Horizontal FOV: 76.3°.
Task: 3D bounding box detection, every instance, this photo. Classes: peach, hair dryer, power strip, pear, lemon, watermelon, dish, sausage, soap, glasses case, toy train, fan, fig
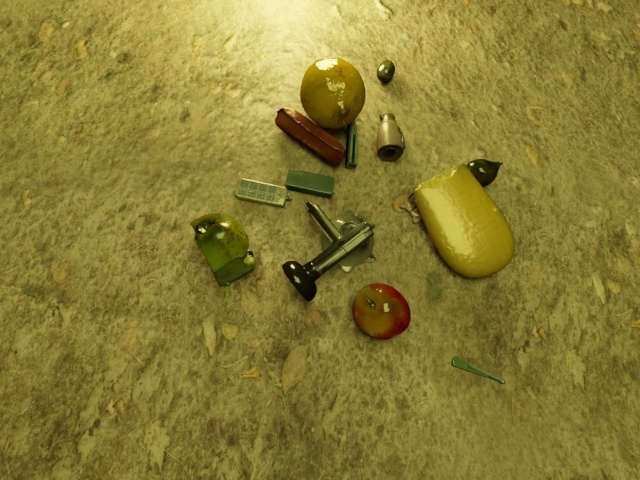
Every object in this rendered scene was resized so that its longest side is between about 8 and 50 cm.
[{"bbox_3d":[0.208,0.242,1.389,0.190,0.192,0.190,-18,50,22],"label":"peach"},{"bbox_3d":[-0.006,0.019,1.433,0.320,0.156,0.284,-43,38,-6],"label":"hair dryer"},{"bbox_3d":[-0.216,-0.179,1.537,0.226,0.029,0.080,11,68,-3],"label":"power strip"},{"bbox_3d":[-0.326,-0.010,1.341,0.164,0.255,0.238,-25,70,-14],"label":"pear"},{"bbox_3d":[0.048,-0.571,1.595,0.257,0.258,0.310,-7,49,-10],"label":"lemon"},{"bbox_3d":[0.290,-0.749,1.800,0.078,0.078,0.111,22,67,1],"label":"watermelon"},{"bbox_3d":[0.118,-0.018,1.490,0.227,0.086,0.236,-18,73,-14],"label":"dish"},{"bbox_3d":[-0.038,-0.415,1.618,0.330,0.102,0.102,37,69,7],"label":"sausage"},{"bbox_3d":[0.552,-0.065,1.550,0.306,0.115,0.427,-22,77,-16],"label":"soap"},{"bbox_3d":[-0.040,-0.220,1.571,0.184,0.039,0.078,11,68,-3],"label":"glasses case"},{"bbox_3d":[0.131,-0.413,1.661,0.048,0.055,0.252,7,69,-5],"label":"toy train"},{"bbox_3d":[0.545,0.450,1.406,0.193,0.016,0.038,22,66,2],"label":"fan"},{"bbox_3d":[0.674,-0.281,1.662,0.177,0.117,0.117,-20,73,-28],"label":"fig"}]

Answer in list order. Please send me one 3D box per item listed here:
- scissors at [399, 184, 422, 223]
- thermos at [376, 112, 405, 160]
[{"bbox_3d":[0.461,-0.187,1.635,0.317,0.024,0.160,-34,75,-18],"label":"scissors"},{"bbox_3d":[0.292,-0.428,1.674,0.137,0.105,0.193,17,58,-29],"label":"thermos"}]
